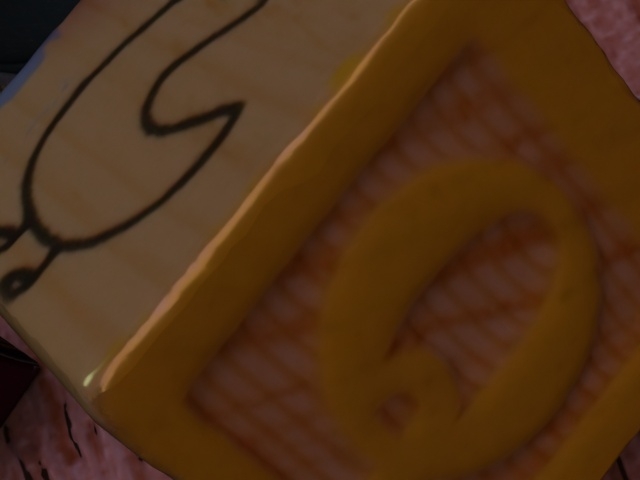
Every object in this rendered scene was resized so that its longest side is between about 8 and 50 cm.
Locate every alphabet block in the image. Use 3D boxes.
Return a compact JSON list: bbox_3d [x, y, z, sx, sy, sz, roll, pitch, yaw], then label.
[{"bbox_3d":[0.000,0.000,0.531,0.192,0.193,0.197,-52,35,-6],"label":"alphabet block"}]

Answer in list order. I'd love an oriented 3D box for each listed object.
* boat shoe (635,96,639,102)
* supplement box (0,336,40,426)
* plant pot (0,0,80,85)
[{"bbox_3d":[0.146,0.004,0.591,0.065,0.083,0.183,-23,68,5],"label":"boat shoe"},{"bbox_3d":[-0.232,0.033,0.641,0.188,0.104,0.081,33,83,8],"label":"supplement box"},{"bbox_3d":[-0.190,-0.217,0.664,0.196,0.293,0.293,6,71,44],"label":"plant pot"}]
